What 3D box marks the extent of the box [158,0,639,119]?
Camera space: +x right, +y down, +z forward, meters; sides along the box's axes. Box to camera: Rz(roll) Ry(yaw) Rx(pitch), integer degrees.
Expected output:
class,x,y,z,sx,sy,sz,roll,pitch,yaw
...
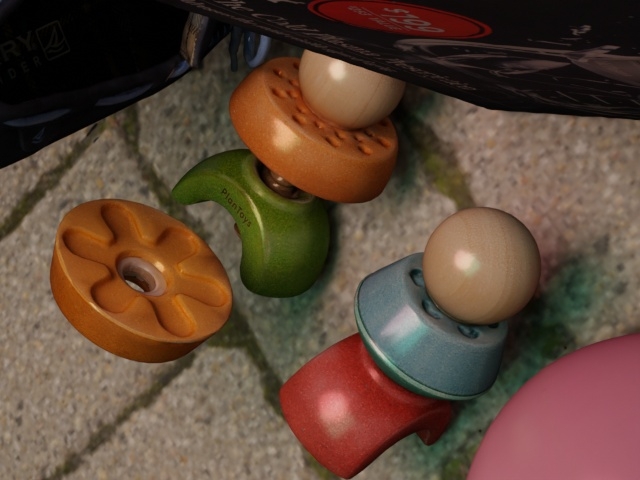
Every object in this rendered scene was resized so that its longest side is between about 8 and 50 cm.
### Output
class,x,y,z,sx,sy,sz,roll,pitch,yaw
box,0.144,-0.152,0.595,0.313,0.343,0.178,6,90,33

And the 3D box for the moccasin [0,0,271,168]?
class,x,y,z,sx,sy,sz,roll,pitch,yaw
moccasin,-0.094,-0.121,0.772,0.117,0.342,0.137,-8,119,39

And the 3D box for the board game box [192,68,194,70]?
class,x,y,z,sx,sy,sz,roll,pitch,yaw
board game box,-0.336,-0.262,0.898,0.357,0.356,0.356,-11,81,32

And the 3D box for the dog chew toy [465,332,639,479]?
class,x,y,z,sx,sy,sz,roll,pitch,yaw
dog chew toy,0.225,0.095,0.628,0.332,0.207,0.206,-37,69,17

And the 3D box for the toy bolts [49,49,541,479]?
class,x,y,z,sx,sy,sz,roll,pitch,yaw
toy bolts,0.000,0.000,0.765,0.228,0.218,0.158,48,125,17
